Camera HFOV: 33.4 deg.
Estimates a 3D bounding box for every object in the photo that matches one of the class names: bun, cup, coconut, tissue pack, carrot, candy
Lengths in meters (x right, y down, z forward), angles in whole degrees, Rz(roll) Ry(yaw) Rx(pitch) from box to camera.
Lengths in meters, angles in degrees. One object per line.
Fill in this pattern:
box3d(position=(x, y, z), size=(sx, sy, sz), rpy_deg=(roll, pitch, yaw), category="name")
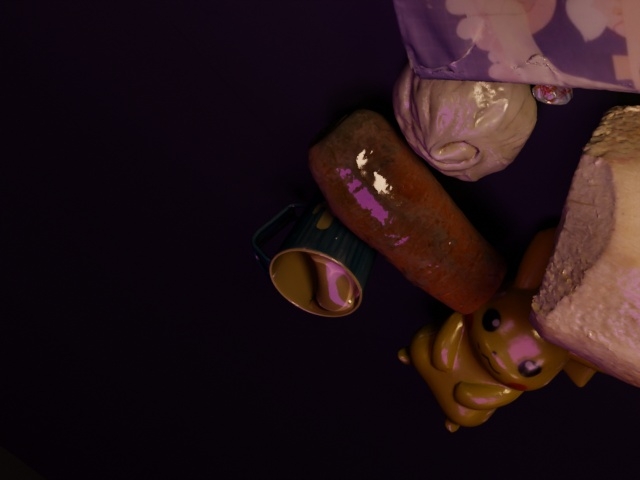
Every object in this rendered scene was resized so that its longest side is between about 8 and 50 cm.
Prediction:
box3d(position=(0.158, -0.140, 1.243), size=(0.183, 0.102, 0.183), rpy_deg=(17, 139, 16), category="bun")
box3d(position=(0.000, 0.000, 1.448), size=(0.176, 0.155, 0.131), rpy_deg=(13, 140, 19), category="cup")
box3d(position=(0.379, 0.020, 1.154), size=(0.254, 0.297, 0.297), rpy_deg=(18, 141, 15), category="coconut")
box3d(position=(0.223, -0.265, 0.971), size=(0.343, 0.125, 0.242), rpy_deg=(11, 127, 39), category="tissue pack")
box3d(position=(0.109, -0.034, 1.353), size=(0.302, 0.139, 0.138), rpy_deg=(42, 139, -13), category="carrot")
box3d(position=(0.237, -0.223, 1.147), size=(0.053, 0.046, 0.182), rpy_deg=(-3, 133, 19), category="candy")

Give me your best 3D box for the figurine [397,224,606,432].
box3d(position=(0.260, 0.146, 1.450), size=(0.218, 0.169, 0.327), rpy_deg=(54, 146, 4), category="figurine")
